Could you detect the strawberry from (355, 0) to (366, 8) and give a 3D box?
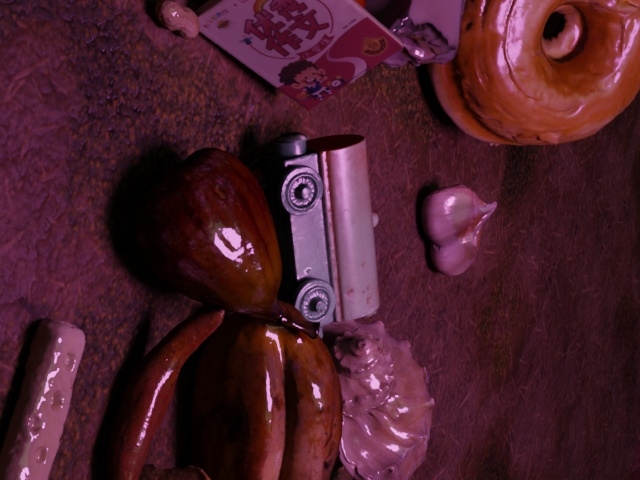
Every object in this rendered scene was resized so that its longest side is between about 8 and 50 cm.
[{"bbox_3d":[0.002,-0.419,1.659,0.336,0.149,0.265,-67,159,-8],"label":"strawberry"}]

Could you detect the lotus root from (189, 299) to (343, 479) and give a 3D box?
[{"bbox_3d":[-0.063,0.218,1.608,0.193,0.193,0.291,-12,106,-58],"label":"lotus root"}]

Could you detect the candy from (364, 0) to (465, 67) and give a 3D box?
[{"bbox_3d":[0.123,-0.364,1.859,0.185,0.137,0.195,24,73,-58],"label":"candy"}]

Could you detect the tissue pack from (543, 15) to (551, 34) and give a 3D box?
[{"bbox_3d":[0.425,-0.473,2.354,0.311,0.128,0.228,3,93,-59],"label":"tissue pack"}]

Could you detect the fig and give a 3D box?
[{"bbox_3d":[-0.100,0.023,1.504,0.274,0.145,0.170,49,45,-17],"label":"fig"}]

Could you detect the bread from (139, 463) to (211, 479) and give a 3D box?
[{"bbox_3d":[-0.173,0.371,1.493,0.169,0.140,0.160,63,38,-43],"label":"bread"}]

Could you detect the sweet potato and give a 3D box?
[{"bbox_3d":[-0.196,0.183,1.476,0.058,0.078,0.255,40,73,-55],"label":"sweet potato"}]

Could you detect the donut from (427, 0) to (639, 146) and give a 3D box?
[{"bbox_3d":[0.371,-0.349,2.092,0.449,0.198,0.449,-10,115,-23],"label":"donut"}]

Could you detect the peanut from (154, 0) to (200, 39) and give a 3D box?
[{"bbox_3d":[-0.165,-0.260,1.491,0.083,0.037,0.037,26,73,-57],"label":"peanut"}]

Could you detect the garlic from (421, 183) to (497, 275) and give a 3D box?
[{"bbox_3d":[0.225,-0.021,2.132,0.124,0.099,0.174,-32,123,-36],"label":"garlic"}]

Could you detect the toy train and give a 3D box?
[{"bbox_3d":[0.003,-0.010,1.687,0.177,0.116,0.285,-16,109,-31],"label":"toy train"}]

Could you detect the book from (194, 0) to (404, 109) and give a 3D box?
[{"bbox_3d":[-0.027,-0.257,1.573,0.232,0.162,0.022,32,36,-43],"label":"book"}]

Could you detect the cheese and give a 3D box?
[{"bbox_3d":[-0.295,0.179,1.345,0.065,0.043,0.194,37,61,-61],"label":"cheese"}]

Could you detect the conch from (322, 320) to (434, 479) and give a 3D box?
[{"bbox_3d":[0.071,0.253,1.781,0.324,0.186,0.263,68,11,-51],"label":"conch"}]
